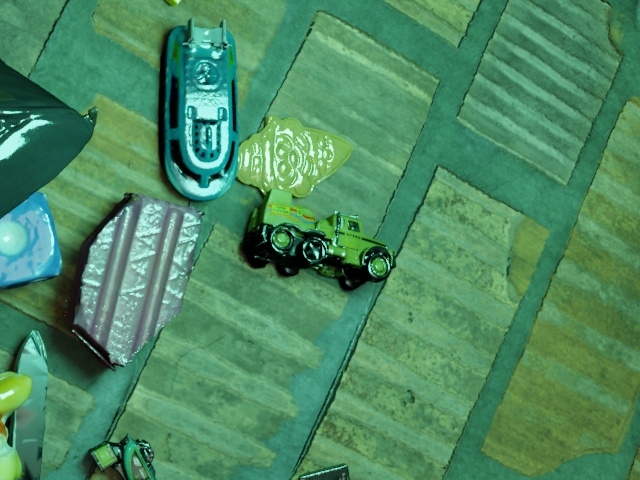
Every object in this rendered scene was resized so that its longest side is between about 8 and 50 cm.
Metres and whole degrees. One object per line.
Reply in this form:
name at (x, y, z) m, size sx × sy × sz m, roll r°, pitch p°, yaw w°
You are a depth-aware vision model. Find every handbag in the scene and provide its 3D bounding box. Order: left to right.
handbag at (-0.517, -0.185, 1.595) m, size 0.275 × 0.302 × 0.178 m, roll -45°, pitch 148°, yaw -15°

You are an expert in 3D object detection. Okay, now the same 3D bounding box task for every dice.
dice at (-0.488, 0.004, 1.687) m, size 0.146 × 0.146 × 0.143 m, roll -11°, pitch 91°, yaw -20°

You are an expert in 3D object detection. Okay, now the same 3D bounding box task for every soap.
soap at (-0.311, 0.069, 1.773) m, size 0.182 × 0.112 × 0.289 m, roll 14°, pitch 84°, yaw -20°

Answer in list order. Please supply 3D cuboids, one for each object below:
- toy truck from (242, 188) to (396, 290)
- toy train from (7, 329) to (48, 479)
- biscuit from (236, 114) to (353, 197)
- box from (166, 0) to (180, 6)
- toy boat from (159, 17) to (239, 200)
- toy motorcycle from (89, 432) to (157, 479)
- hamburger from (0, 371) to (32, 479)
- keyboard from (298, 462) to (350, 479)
toy truck at (0.001, 0.005, 1.896) m, size 0.257 × 0.127 × 0.127 m, roll 18°, pitch 68°, yaw -21°
toy train at (-0.472, 0.271, 1.743) m, size 0.055 × 0.048 × 0.252 m, roll 8°, pitch 80°, yaw -31°
biscuit at (-0.055, -0.145, 1.924) m, size 0.250 × 0.035 × 0.163 m, roll -13°, pitch 98°, yaw -23°
box at (-0.222, -0.547, 1.856) m, size 0.152 × 0.043 × 0.269 m, roll 42°, pitch 75°, yaw -15°
toy boat at (-0.199, -0.217, 1.824) m, size 0.134 × 0.092 × 0.299 m, roll -1°, pitch 86°, yaw -16°
toy motorcycle at (-0.304, 0.401, 1.800) m, size 0.100 × 0.058 × 0.173 m, roll -28°, pitch 98°, yaw -12°
hamburger at (-0.563, 0.295, 1.595) m, size 0.302 × 0.261 × 0.187 m, roll -11°, pitch 89°, yaw -23°
keyboard at (0.031, 0.561, 1.944) m, size 0.106 × 0.027 × 0.317 m, roll -10°, pitch 92°, yaw -18°
